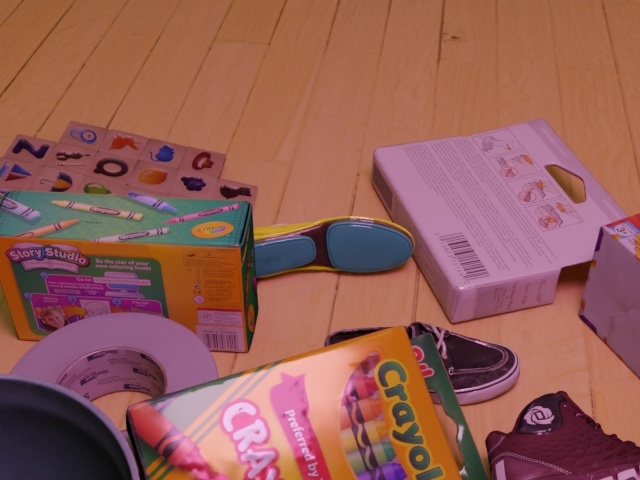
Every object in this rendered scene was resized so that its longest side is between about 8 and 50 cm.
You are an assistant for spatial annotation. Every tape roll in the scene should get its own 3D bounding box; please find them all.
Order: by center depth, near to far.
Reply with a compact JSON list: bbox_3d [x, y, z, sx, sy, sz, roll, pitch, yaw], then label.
[{"bbox_3d":[-0.211,0.175,0.921,0.219,0.072,0.219,0,41,0],"label":"tape roll"}]

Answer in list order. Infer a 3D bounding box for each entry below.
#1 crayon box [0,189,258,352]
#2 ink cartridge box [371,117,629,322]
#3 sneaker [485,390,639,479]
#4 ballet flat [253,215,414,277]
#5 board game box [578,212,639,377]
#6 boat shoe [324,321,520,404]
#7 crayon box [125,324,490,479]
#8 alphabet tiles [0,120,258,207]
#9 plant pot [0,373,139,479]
[{"bbox_3d":[-0.215,0.036,1.011,0.278,0.165,0.081,3,41,3],"label":"crayon box"},{"bbox_3d":[0.236,-0.037,1.173,0.261,0.066,0.296,-11,42,-12],"label":"ink cartridge box"},{"bbox_3d":[0.293,0.203,0.869,0.281,0.106,0.162,-1,33,-6],"label":"sneaker"},{"bbox_3d":[0.000,0.000,1.130,0.230,0.077,0.077,-5,24,-4],"label":"ballet flat"},{"bbox_3d":[0.460,0.038,1.027,0.275,0.144,0.142,-17,43,-19],"label":"board game box"},{"bbox_3d":[0.112,0.129,0.975,0.219,0.070,0.078,-2,41,-2],"label":"boat shoe"},{"bbox_3d":[0.004,0.205,0.816,0.318,0.081,0.202,-15,72,-17],"label":"crayon box"},{"bbox_3d":[-0.263,-0.055,1.186,0.342,0.011,0.285,12,40,-3],"label":"alphabet tiles"},{"bbox_3d":[-0.277,0.279,0.703,0.293,0.196,0.293,0,40,0],"label":"plant pot"}]
